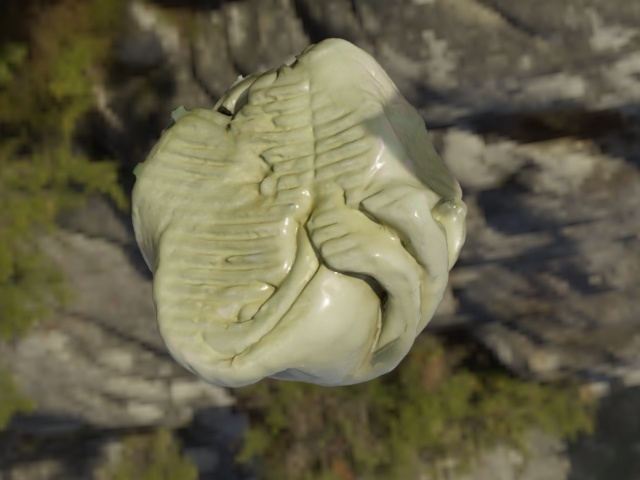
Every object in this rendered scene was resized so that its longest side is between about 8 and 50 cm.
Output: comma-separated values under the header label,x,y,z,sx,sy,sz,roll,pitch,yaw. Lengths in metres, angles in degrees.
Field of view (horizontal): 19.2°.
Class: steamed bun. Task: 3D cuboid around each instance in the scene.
label,x,y,z,sx,sy,sz,roll,pitch,yaw
steamed bun,0.000,0.000,1.559,0.268,0.280,0.207,-39,145,20
